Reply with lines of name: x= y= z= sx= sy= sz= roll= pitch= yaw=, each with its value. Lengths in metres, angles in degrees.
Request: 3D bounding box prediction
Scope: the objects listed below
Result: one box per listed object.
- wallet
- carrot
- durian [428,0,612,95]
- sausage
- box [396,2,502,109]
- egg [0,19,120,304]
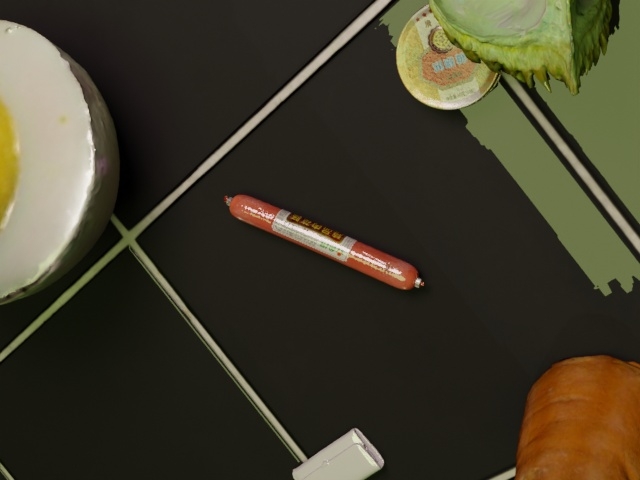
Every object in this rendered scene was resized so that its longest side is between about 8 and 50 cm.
wallet: x=0.020 y=0.288 z=0.991 sx=0.122 sy=0.025 sz=0.061 roll=-42 pitch=83 yaw=30
carrot: x=0.254 y=0.222 z=0.757 sx=0.159 sy=0.225 sz=0.159 roll=10 pitch=111 yaw=25
durian: x=0.124 y=-0.299 z=0.628 sx=0.163 sy=0.198 sz=0.394 roll=-13 pitch=96 yaw=25
sausage: x=0.000 y=0.000 z=0.887 sx=0.253 sy=0.034 sz=0.034 roll=22 pitch=116 yaw=14
box: x=0.126 y=-0.180 z=0.763 sx=0.105 sy=0.037 sz=0.105 roll=8 pitch=111 yaw=21
egg: x=-0.352 y=-0.078 z=0.915 sx=0.337 sy=0.201 sz=0.337 roll=-2 pitch=83 yaw=18
